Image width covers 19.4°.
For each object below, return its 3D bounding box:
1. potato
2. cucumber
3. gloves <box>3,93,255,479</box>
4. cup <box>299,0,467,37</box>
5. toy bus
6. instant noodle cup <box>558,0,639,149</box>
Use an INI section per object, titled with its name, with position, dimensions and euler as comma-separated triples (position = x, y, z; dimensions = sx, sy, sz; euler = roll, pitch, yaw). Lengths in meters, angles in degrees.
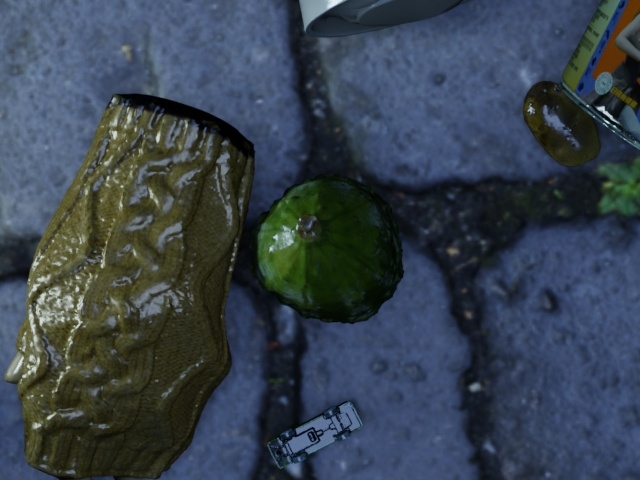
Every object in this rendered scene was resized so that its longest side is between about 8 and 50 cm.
[potato]
position = 0.209, -0.101, 1.619
dimensions = 0.051, 0.040, 0.083
euler = -39, 89, 8
[cucumber]
position = 0.002, 0.003, 1.533
dimensions = 0.134, 0.244, 0.134
euler = 0, 86, 6
[gloves]
position = -0.167, 0.053, 1.577
dimensions = 0.203, 0.155, 0.356
euler = 16, 100, 20
[cup]
position = 0.070, -0.298, 1.570
dimensions = 0.241, 0.185, 0.226
euler = -15, 85, -32
[toy bus]
position = -0.005, 0.169, 1.636
dimensions = 0.083, 0.037, 0.031
euler = -27, 90, 2
[instant noodle cup]
position = 0.342, -0.150, 1.491
dimensions = 0.296, 0.296, 0.214
euler = 33, 102, 1
